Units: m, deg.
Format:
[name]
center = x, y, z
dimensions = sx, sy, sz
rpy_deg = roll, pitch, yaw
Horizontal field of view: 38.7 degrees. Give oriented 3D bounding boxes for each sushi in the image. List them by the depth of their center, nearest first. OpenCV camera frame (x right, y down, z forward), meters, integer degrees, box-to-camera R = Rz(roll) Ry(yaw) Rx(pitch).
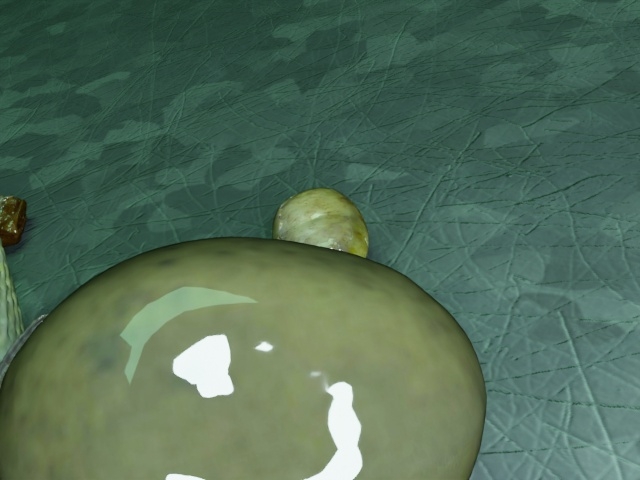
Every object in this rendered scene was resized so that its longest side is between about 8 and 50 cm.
[sushi]
center = -0.446, -0.027, 1.287
dimensions = 0.055, 0.052, 0.120
rpy_deg = -3, 33, -6

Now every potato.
[potato]
center = 0.000, 0.000, 1.005
dimensions = 0.107, 0.080, 0.170
rpy_deg = -12, 34, -6

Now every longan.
[longan]
center = -0.057, 0.130, 0.658
dimensions = 0.350, 0.288, 0.288
rpy_deg = -7, 32, 5

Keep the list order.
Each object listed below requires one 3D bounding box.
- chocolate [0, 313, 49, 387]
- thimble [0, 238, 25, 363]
[chocolate]
center = -0.235, 0.153, 0.865
dimensions = 0.149, 0.093, 0.214
rpy_deg = -9, 32, 15
[thimble]
center = -0.446, 0.077, 0.941
dimensions = 0.271, 0.149, 0.271
rpy_deg = -12, 7, 2
